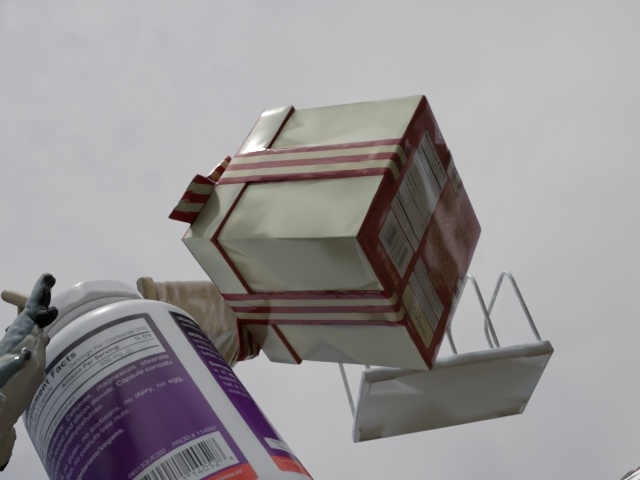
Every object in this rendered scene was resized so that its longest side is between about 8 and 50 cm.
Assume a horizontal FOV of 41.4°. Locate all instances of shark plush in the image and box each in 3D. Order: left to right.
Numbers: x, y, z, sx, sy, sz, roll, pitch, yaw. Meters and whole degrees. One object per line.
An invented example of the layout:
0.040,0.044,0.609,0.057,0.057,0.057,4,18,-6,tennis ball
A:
-0.234,0.085,0.603,0.067,0.073,0.161,18,-114,4,shark plush

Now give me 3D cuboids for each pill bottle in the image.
-0.142,0.176,0.734,0.181,0.323,0.181,-23,-45,-24,pill bottle

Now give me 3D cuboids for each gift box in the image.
0.000,0.000,0.964,0.276,0.258,0.255,-58,-46,-38,gift box

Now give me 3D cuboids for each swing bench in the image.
-0.257,0.137,1.175,0.253,0.254,0.165,6,-100,-64,swing bench

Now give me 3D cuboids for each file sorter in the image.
0.174,0.168,1.294,0.277,0.173,0.193,-7,-38,-10,file sorter

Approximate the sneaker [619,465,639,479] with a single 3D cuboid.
0.278,0.205,0.544,0.072,0.178,0.077,-42,-63,-13,sneaker
